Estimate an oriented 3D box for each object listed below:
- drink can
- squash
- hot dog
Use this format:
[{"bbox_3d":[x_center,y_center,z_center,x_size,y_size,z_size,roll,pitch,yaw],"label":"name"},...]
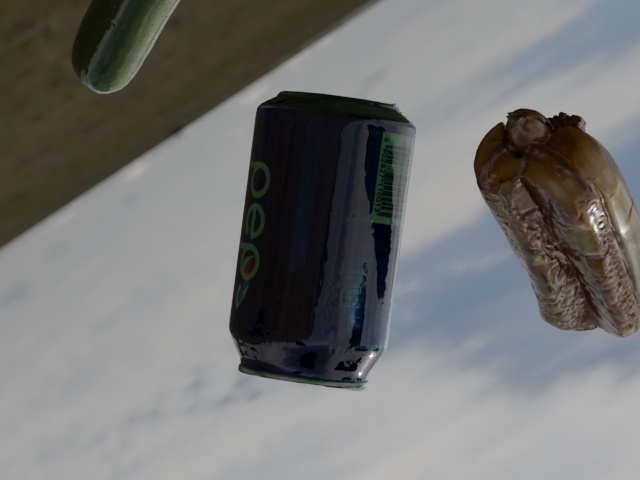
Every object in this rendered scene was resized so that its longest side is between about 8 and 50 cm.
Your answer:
[{"bbox_3d":[0.000,0.000,1.415,0.118,0.205,0.118,8,180,0],"label":"drink can"},{"bbox_3d":[-0.175,-0.263,2.027,0.087,0.087,0.331,-39,172,-41],"label":"squash"},{"bbox_3d":[0.173,-0.016,1.368,0.102,0.249,0.076,11,-117,29],"label":"hot dog"}]
